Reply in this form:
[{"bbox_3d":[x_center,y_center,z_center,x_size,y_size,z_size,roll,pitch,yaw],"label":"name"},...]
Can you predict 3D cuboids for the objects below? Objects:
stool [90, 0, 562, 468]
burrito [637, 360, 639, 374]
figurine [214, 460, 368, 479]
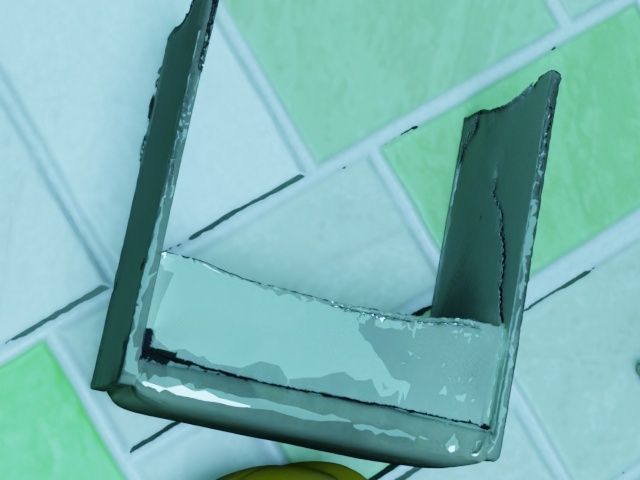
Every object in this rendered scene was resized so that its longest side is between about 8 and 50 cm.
[{"bbox_3d":[0.000,0.000,1.016,0.244,0.170,0.269,13,81,-13],"label":"stool"},{"bbox_3d":[0.299,0.129,1.136,0.149,0.041,0.055,42,63,-6],"label":"burrito"},{"bbox_3d":[0.006,0.255,0.991,0.257,0.167,0.192,35,63,-10],"label":"figurine"}]
